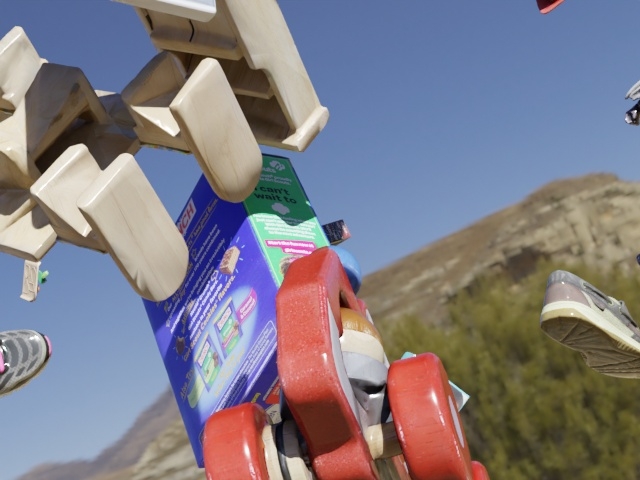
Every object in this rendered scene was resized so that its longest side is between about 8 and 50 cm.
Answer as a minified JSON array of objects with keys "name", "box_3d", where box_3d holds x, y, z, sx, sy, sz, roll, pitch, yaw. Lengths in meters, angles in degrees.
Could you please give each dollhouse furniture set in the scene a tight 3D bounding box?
[{"name":"dollhouse furniture set","box_3d":[-0.199,-0.110,1.248,0.362,0.256,0.394,14,55,36]}]

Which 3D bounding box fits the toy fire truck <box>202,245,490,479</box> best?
[{"name":"toy fire truck","box_3d":[0.026,0.138,0.888,0.169,0.254,0.302,-18,-52,8]}]

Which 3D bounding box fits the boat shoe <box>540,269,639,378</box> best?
[{"name":"boat shoe","box_3d":[0.321,0.097,1.308,0.080,0.073,0.223,-12,-30,38]}]

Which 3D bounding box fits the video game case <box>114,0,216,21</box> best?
[{"name":"video game case","box_3d":[-0.188,-0.292,1.042,0.190,0.173,0.022,7,-26,-34]}]

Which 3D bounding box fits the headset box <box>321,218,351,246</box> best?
[{"name":"headset box","box_3d":[0.000,0.000,1.712,0.062,0.032,0.083,-31,-9,36]}]

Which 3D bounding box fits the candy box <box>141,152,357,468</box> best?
[{"name":"candy box","box_3d":[-0.096,0.083,1.466,0.122,0.317,0.268,8,-52,-34]}]

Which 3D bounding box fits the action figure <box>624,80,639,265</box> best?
[{"name":"action figure","box_3d":[0.422,-0.099,1.398,0.099,0.185,0.285,-5,-44,15]}]

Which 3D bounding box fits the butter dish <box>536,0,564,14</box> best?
[{"name":"butter dish","box_3d":[0.366,-0.459,1.786,0.118,0.160,0.160,36,-56,-27]}]

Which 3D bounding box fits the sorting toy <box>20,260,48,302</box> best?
[{"name":"sorting toy","box_3d":[-0.427,0.061,1.735,0.012,0.062,0.083,9,1,-34]}]

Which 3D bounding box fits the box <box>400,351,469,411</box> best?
[{"name":"box","box_3d":[0.089,0.280,1.587,0.244,0.100,0.060,-53,4,-5]}]

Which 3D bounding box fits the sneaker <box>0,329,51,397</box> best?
[{"name":"sneaker","box_3d":[-0.348,0.122,1.128,0.170,0.063,0.075,-12,-19,-13]}]
